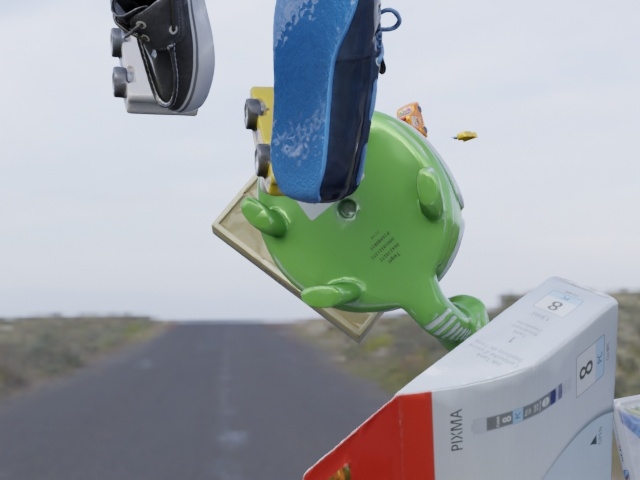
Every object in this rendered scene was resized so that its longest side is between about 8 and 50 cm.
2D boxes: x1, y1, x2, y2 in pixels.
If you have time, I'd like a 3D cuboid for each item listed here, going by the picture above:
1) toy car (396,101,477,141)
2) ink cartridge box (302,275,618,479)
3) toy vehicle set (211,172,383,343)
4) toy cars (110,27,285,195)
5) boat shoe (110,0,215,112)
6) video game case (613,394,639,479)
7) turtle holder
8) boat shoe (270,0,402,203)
[{"bbox_3d":[0.155,-0.166,1.946,0.122,0.060,0.040,0,-1,33],"label":"toy car"},{"bbox_3d":[0.149,0.253,1.360,0.091,0.308,0.385,22,41,36],"label":"ink cartridge box"},{"bbox_3d":[0.000,0.000,1.966,0.267,0.166,0.035,37,-17,13],"label":"toy vehicle set"},{"bbox_3d":[-0.110,-0.135,1.559,0.394,0.087,0.176,30,40,28],"label":"toy cars"},{"bbox_3d":[-0.139,-0.202,1.148,0.076,0.228,0.080,-26,46,-34],"label":"boat shoe"},{"bbox_3d":[0.529,0.306,1.653,0.329,0.299,0.036,-10,-9,-8],"label":"video game case"},{"bbox_3d":[0.085,-0.022,1.717,0.320,0.243,0.227,23,4,19],"label":"turtle holder"},{"bbox_3d":[0.009,-0.163,1.249,0.109,0.258,0.089,18,9,37],"label":"boat shoe"}]
